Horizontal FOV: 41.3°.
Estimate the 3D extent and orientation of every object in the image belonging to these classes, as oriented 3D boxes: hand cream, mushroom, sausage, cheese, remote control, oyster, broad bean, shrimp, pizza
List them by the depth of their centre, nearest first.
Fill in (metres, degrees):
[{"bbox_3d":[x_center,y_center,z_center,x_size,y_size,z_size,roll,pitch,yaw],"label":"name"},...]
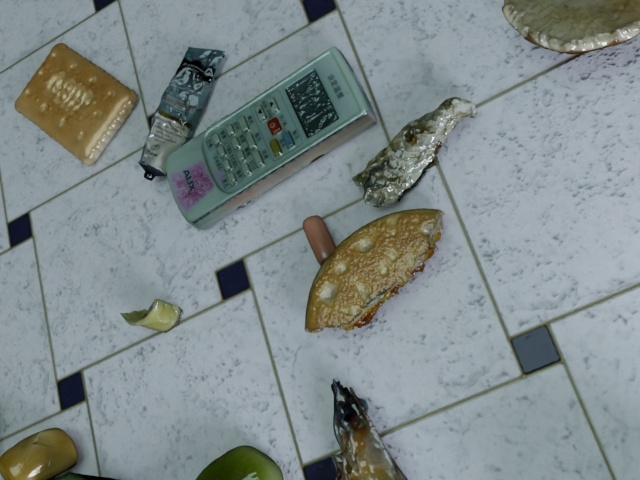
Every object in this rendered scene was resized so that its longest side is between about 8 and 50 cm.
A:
[{"bbox_3d":[0.295,-0.373,1.083,0.208,0.302,0.233,-37,40,49],"label":"mushroom"},{"bbox_3d":[0.048,0.337,1.090,0.164,0.062,0.317,-29,63,21],"label":"shrimp"},{"bbox_3d":[-0.126,0.365,1.158,0.124,0.082,0.174,24,75,30],"label":"broad bean"},{"bbox_3d":[0.071,0.042,1.174,0.127,0.058,0.246,38,91,32],"label":"pizza"},{"bbox_3d":[0.122,-0.132,1.205,0.106,0.061,0.200,35,90,32],"label":"oyster"},{"bbox_3d":[0.000,0.000,1.237,0.034,0.034,0.083,-31,61,14],"label":"sausage"},{"bbox_3d":[-0.265,0.120,1.316,0.084,0.060,0.041,-11,70,30],"label":"cheese"},{"bbox_3d":[-0.086,-0.154,1.321,0.344,0.050,0.145,-31,63,13],"label":"remote control"},{"bbox_3d":[-0.237,-0.212,1.422,0.075,0.052,0.248,21,77,7],"label":"hand cream"}]

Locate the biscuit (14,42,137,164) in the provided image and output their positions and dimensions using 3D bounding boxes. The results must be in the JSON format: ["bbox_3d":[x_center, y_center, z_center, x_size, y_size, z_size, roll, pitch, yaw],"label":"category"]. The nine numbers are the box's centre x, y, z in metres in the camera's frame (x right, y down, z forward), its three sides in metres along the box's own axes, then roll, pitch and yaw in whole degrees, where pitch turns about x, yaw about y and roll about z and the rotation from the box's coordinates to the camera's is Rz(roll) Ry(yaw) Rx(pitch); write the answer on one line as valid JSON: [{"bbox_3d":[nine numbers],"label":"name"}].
[{"bbox_3d":[-0.449,-0.252,1.541,0.250,0.030,0.160,36,91,30],"label":"biscuit"}]

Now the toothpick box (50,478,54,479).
[{"bbox_3d":[-0.463,0.388,1.328,0.083,0.047,0.047,-28,63,17],"label":"toothpick box"}]

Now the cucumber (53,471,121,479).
[{"bbox_3d":[-0.320,0.420,1.205,0.191,0.130,0.191,-11,65,25],"label":"cucumber"}]

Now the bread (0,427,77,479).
[{"bbox_3d":[-0.430,0.326,1.295,0.082,0.115,0.056,37,133,40],"label":"bread"}]
